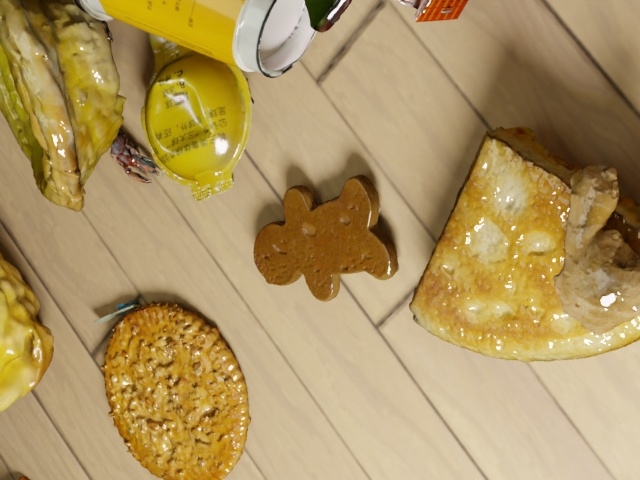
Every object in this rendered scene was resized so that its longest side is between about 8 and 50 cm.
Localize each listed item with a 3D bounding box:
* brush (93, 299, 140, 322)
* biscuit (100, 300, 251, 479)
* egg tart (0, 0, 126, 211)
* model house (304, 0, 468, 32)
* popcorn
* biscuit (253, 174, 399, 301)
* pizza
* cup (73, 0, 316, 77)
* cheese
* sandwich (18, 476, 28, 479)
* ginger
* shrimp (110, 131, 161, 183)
[{"bbox_3d":[-0.266,0.093,2.137,0.084,0.016,0.013,-24,74,41],"label":"brush"},{"bbox_3d":[-0.189,0.200,2.091,0.254,0.035,0.254,12,111,36],"label":"biscuit"},{"bbox_3d":[-0.324,-0.203,1.972,0.345,0.132,0.345,160,90,-74],"label":"egg tart"},{"bbox_3d":[0.112,-0.339,1.636,0.294,0.154,0.207,-58,22,26],"label":"model house"},{"bbox_3d":[-0.532,0.123,2.195,0.349,0.381,0.349,-1,118,-2],"label":"popcorn"},{"bbox_3d":[0.000,0.000,1.875,0.205,0.031,0.138,-20,89,41],"label":"biscuit"},{"bbox_3d":[0.236,0.047,1.658,0.258,0.087,0.268,38,125,20],"label":"pizza"},{"bbox_3d":[-0.141,-0.297,1.813,0.280,0.196,0.196,29,120,21],"label":"cup"},{"bbox_3d":[-0.155,-0.181,1.927,0.177,0.069,0.270,-22,79,37],"label":"cheese"},{"bbox_3d":[-0.424,0.377,2.346,0.101,0.026,0.069,30,122,31],"label":"sandwich"},{"bbox_3d":[0.268,0.014,1.530,0.096,0.067,0.165,17,117,40],"label":"ginger"},{"bbox_3d":[-0.237,-0.101,2.046,0.092,0.029,0.038,41,125,19],"label":"shrimp"}]
